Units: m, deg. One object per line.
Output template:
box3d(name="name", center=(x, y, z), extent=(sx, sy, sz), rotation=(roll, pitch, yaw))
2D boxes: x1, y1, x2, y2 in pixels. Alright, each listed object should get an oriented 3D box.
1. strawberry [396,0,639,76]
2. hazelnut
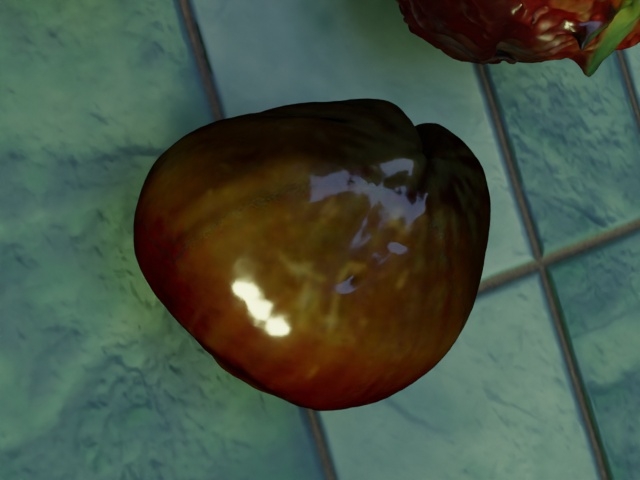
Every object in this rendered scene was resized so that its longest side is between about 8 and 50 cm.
box3d(name="strawberry", center=(0.144, -0.270, 1.401), extent=(0.292, 0.310, 0.291), rotation=(-28, 129, -41))
box3d(name="hazelnut", center=(0.000, 0.000, 1.234), extent=(0.252, 0.217, 0.217), rotation=(16, 71, -28))
